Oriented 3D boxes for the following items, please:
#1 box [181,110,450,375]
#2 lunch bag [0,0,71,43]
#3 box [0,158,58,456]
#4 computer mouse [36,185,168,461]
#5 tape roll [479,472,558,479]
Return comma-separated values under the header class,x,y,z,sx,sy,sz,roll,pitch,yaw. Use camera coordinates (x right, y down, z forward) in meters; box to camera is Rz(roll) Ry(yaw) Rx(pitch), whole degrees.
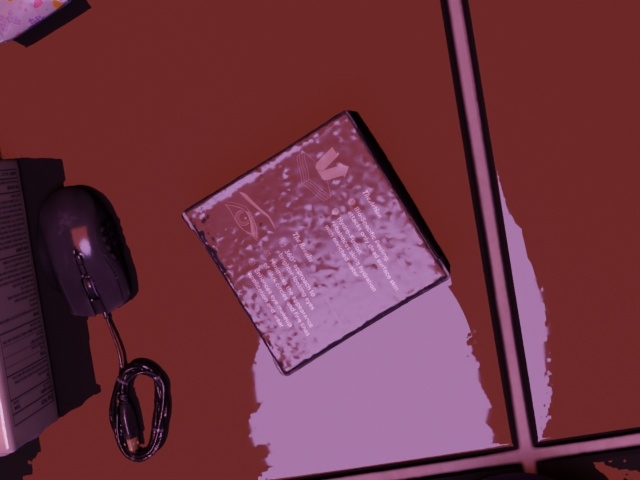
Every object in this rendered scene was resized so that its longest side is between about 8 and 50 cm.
class,x,y,z,sx,sy,sz,roll,pitch,yaw
box,0.000,0.000,1.254,0.158,0.093,0.156,-31,91,7
lunch bag,-0.254,-0.217,1.280,0.071,0.053,0.083,-32,101,8
box,-0.306,0.055,1.254,0.127,0.148,0.232,-8,93,5
computer mouse,-0.183,0.072,1.300,0.071,0.041,0.242,-18,93,5
tape roll,0.168,0.286,1.252,0.189,0.080,0.189,0,87,-2
